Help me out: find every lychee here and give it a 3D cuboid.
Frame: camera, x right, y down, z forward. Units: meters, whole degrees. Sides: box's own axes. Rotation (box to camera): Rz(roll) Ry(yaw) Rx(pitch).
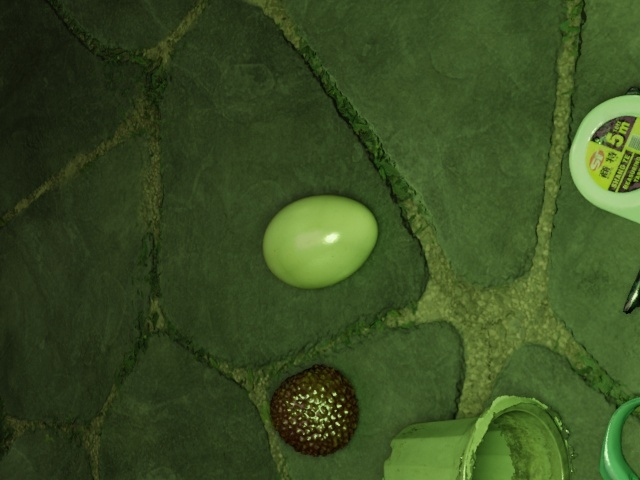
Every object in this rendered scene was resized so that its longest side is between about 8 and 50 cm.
[{"bbox_3d":[-0.010,0.350,1.926,0.188,0.188,0.188,-4,84,39],"label":"lychee"}]

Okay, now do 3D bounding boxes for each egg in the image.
[{"bbox_3d":[0.000,0.000,1.936,0.254,0.189,0.188,-21,73,30],"label":"egg"}]

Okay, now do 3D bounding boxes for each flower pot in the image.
[{"bbox_3d":[0.266,0.414,1.667,0.259,0.290,0.290,-14,77,51],"label":"flower pot"}]

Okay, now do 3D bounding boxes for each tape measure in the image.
[{"bbox_3d":[0.507,-0.073,1.591,0.215,0.098,0.351,27,100,35],"label":"tape measure"}]

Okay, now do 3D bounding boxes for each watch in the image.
[{"bbox_3d":[0.563,0.366,1.536,0.195,0.068,0.237,-49,55,22],"label":"watch"}]
